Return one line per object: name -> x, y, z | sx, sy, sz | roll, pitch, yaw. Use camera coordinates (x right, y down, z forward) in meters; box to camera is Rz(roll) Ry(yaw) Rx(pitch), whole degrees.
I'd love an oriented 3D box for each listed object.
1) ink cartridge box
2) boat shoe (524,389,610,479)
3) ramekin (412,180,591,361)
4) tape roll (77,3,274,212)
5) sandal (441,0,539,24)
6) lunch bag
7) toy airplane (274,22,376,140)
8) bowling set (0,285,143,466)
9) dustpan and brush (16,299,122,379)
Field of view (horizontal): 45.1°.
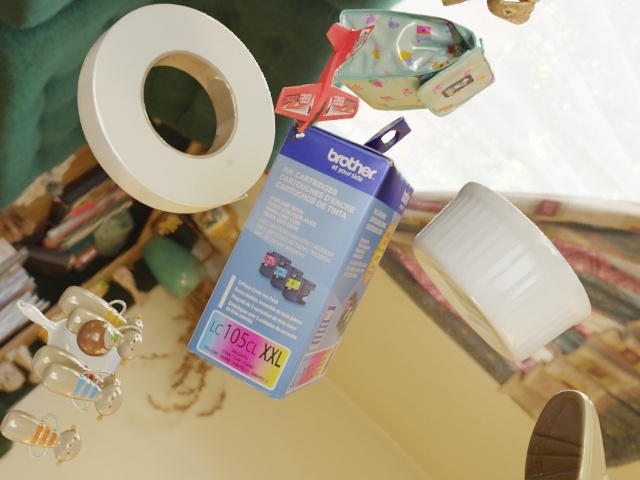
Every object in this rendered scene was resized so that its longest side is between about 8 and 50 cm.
ink cartridge box -> 0.000, 0.000, 1.076 | 0.395, 0.151, 0.270 | -66, 167, 3
boat shoe -> 0.385, 0.400, 1.160 | 0.122, 0.110, 0.340 | -17, -118, 64
ramekin -> 0.268, 0.055, 1.192 | 0.135, 0.277, 0.277 | -40, 178, -2
tape roll -> -0.257, -0.244, 1.445 | 0.072, 0.392, 0.392 | -13, -156, 48
sandal -> 0.269, -0.343, 1.089 | 0.088, 0.079, 0.240 | -37, -157, -22
lunch bag -> 0.185, -0.327, 1.431 | 0.223, 0.263, 0.160 | 16, 80, -68
toy airplane -> 0.006, -0.165, 0.796 | 0.151, 0.028, 0.151 | -37, 157, -18
bowling set -> -0.343, 0.201, 1.186 | 0.200, 0.154, 0.286 | -18, -133, 48
dustpan and brush -> -0.460, 0.174, 1.403 | 0.060, 0.211, 0.147 | -21, -149, 33
